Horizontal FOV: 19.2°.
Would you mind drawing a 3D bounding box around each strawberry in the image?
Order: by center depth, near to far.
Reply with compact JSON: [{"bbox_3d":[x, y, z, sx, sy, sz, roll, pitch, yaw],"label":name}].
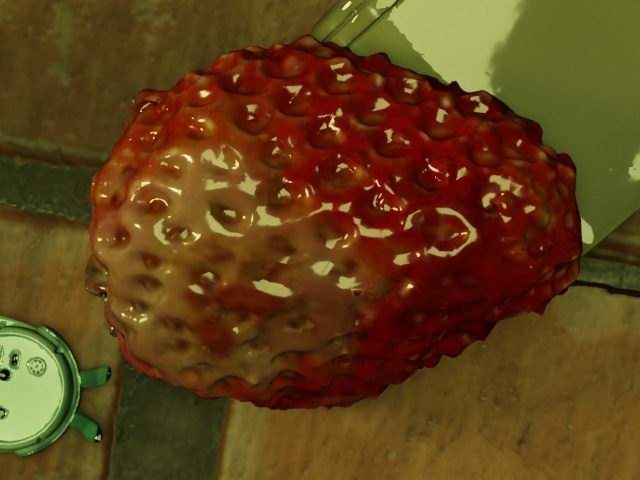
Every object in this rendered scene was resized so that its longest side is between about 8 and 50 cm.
[{"bbox_3d":[0.000,0.000,1.253,0.336,0.149,0.265,-3,103,20],"label":"strawberry"}]

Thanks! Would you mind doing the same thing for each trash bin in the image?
[{"bbox_3d":[0.158,-0.130,1.333,0.243,0.121,0.247,-39,90,-3],"label":"trash bin"}]

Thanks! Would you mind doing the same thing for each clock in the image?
[{"bbox_3d":[-0.217,0.105,1.349,0.135,0.041,0.101,9,86,0],"label":"clock"}]
